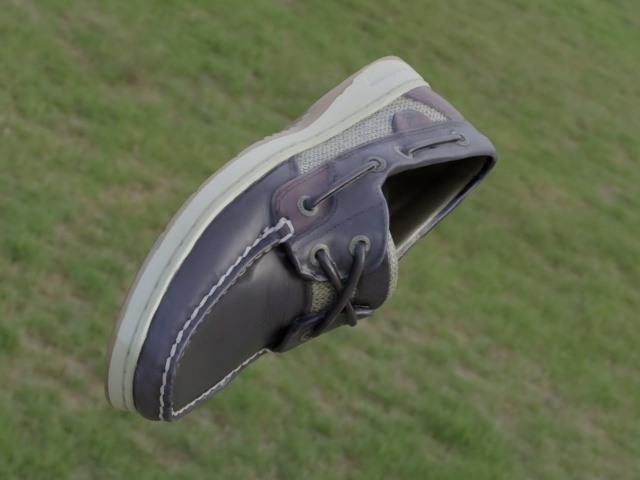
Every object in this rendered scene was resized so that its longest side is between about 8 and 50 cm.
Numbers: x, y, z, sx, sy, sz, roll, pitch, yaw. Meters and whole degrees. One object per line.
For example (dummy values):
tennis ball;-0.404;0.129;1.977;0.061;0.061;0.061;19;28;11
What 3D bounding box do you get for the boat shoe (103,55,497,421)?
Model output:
boat shoe;0.000;0.000;0.805;0.092;0.102;0.285;28;43;18
